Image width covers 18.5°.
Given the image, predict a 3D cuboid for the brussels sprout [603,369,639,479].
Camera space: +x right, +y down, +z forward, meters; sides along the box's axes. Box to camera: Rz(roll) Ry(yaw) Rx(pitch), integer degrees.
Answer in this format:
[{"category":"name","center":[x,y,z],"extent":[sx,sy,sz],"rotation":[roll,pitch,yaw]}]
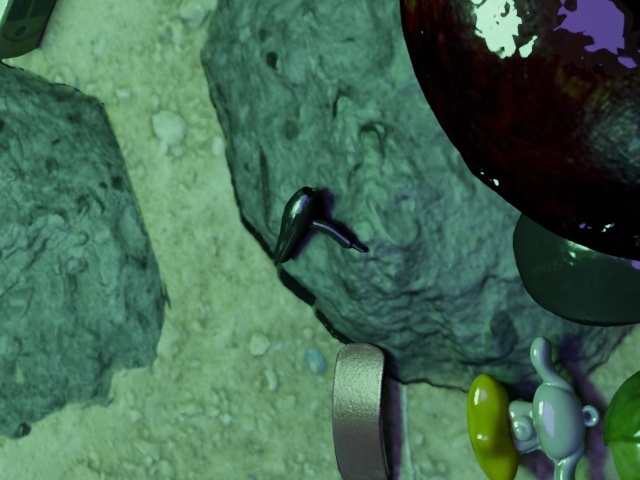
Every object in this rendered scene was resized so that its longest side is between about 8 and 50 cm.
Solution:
[{"category":"brussels sprout","center":[0.308,0.161,1.527],"extent":[0.183,0.145,0.131],"rotation":[12,79,-12]}]

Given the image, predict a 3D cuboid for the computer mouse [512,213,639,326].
[{"category":"computer mouse","center":[0.263,-0.004,1.552],"extent":[0.269,0.086,0.138],"rotation":[-15,92,31]}]

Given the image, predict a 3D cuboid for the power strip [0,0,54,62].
[{"category":"power strip","center":[-0.267,-0.252,1.829],"extent":[0.029,0.080,0.227],"rotation":[33,115,16]}]

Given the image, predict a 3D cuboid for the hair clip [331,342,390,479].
[{"category":"hair clip","center":[0.037,0.160,1.757],"extent":[0.054,0.022,0.137],"rotation":[5,102,34]}]

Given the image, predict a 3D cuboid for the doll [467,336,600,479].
[{"category":"doll","center":[0.177,0.147,1.648],"extent":[0.113,0.071,0.135],"rotation":[15,102,20]}]

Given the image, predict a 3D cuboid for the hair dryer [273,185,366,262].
[{"category":"hair dryer","center":[0.000,0.000,1.750],"extent":[0.083,0.031,0.079],"rotation":[31,125,14]}]

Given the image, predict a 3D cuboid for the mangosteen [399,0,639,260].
[{"category":"mangosteen","center":[0.269,-0.179,1.360],"extent":[0.421,0.381,0.381],"rotation":[-23,87,6]}]
